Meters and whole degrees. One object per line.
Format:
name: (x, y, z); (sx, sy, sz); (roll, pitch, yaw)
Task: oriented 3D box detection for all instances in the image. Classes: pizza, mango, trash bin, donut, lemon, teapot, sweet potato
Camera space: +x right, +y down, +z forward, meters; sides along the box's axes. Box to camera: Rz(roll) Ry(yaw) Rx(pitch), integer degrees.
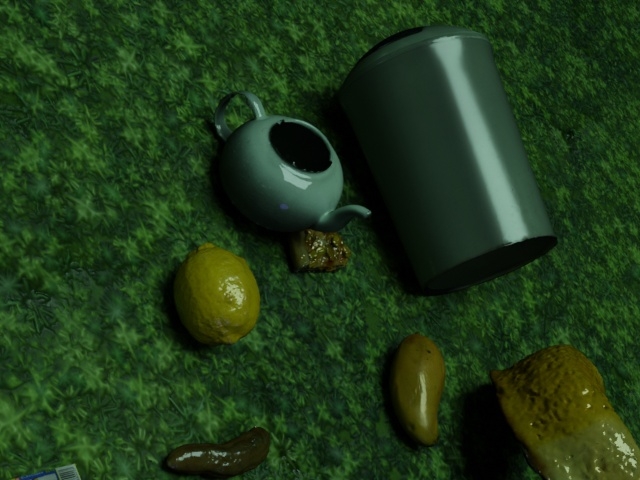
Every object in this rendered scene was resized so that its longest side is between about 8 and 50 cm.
pizza: (0.000, 0.000, 2.150); (0.131, 0.041, 0.178); (47, 36, -16)
mango: (0.148, 0.225, 2.121); (0.098, 0.075, 0.190); (26, 51, -28)
trash bin: (0.210, -0.151, 2.328); (0.280, 0.280, 0.432); (-2, 68, -51)
donut: (0.455, 0.359, 2.193); (0.435, 0.163, 0.377); (52, 9, -10)
lemon: (-0.141, 0.072, 1.860); (0.114, 0.114, 0.155); (11, 53, -46)
teapot: (-0.054, -0.108, 2.070); (0.294, 0.129, 0.193); (48, 41, 11)
sweet potato: (-0.124, 0.279, 1.770); (0.182, 0.053, 0.054); (-4, 105, -49)

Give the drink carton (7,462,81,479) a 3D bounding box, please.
drink carton: (-0.338, 0.288, 1.487); (0.165, 0.071, 0.056); (-4, 62, -52)
